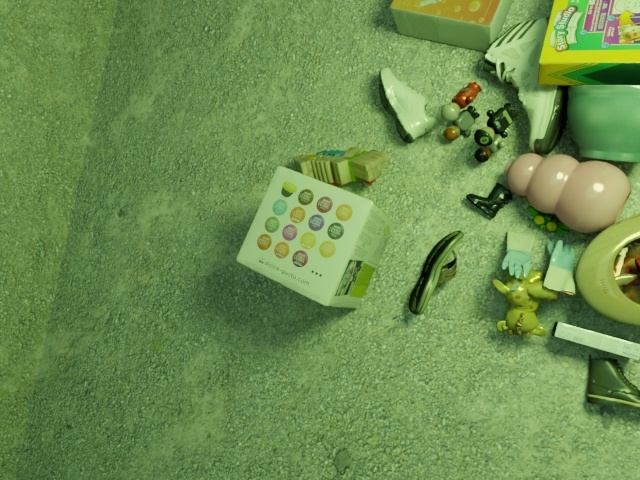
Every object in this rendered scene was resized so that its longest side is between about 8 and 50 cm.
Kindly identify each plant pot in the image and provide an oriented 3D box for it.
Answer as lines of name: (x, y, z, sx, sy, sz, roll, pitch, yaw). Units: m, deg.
plant pot: (0.836, -0.322, 1.337, 0.293, 0.293, 0.196, 10, 106, 22)

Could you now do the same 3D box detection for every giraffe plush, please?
giraffe plush: (0.599, 0.191, 1.397, 0.182, 0.210, 0.170, 15, 113, 50)

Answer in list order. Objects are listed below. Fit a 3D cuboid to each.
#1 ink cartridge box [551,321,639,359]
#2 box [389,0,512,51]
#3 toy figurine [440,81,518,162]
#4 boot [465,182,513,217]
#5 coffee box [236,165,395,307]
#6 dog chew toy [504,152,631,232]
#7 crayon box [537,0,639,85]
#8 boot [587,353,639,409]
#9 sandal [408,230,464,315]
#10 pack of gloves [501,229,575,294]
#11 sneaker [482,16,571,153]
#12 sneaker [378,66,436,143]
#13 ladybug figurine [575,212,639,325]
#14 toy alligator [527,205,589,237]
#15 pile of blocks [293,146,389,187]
ink cartridge box: (0.769, 0.280, 1.344, 0.207, 0.097, 0.046, 15, 87, 23)
box: (0.445, -0.800, 1.607, 0.346, 0.168, 0.214, 23, 90, 22)
toy figurine: (0.486, -0.359, 1.496, 0.148, 0.209, 0.213, -46, 69, -4)
boot: (0.542, -0.141, 1.528, 0.121, 0.045, 0.099, 39, 99, 15)
coffee box: (0.000, 0.000, 1.554, 0.338, 0.338, 0.334, 24, 90, 22)
dog chew toy: (0.701, -0.156, 1.395, 0.332, 0.207, 0.206, 28, 92, 31)
crayon box: (0.795, -0.598, 1.301, 0.314, 0.106, 0.362, 12, 74, 28)
boot: (0.845, 0.389, 1.313, 0.198, 0.077, 0.136, 0, 76, 20)
sandal: (0.379, 0.106, 1.529, 0.086, 0.120, 0.302, 25, 93, -5)
pack of gloves: (0.636, 0.042, 1.382, 0.195, 0.232, 0.046, 15, 130, 17)
sneaker: (0.641, -0.484, 1.510, 0.258, 0.169, 0.446, 7, 81, 34)
sneaker: (0.292, -0.480, 1.663, 0.130, 0.111, 0.296, -25, 77, -1)
ladybug figurine: (0.918, 0.068, 1.280, 0.450, 0.162, 0.304, -17, 80, 15)
toy alligator: (0.708, -0.042, 1.448, 0.190, 0.056, 0.051, 33, 136, 21)
pile of blocks: (0.075, -0.253, 1.709, 0.363, 0.149, 0.112, 8, 127, 31)
